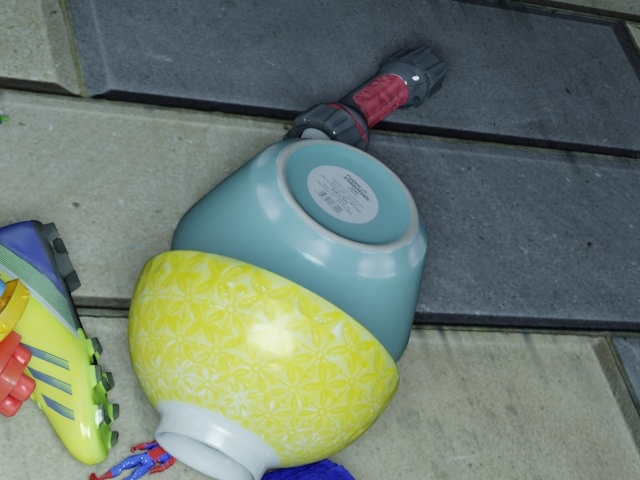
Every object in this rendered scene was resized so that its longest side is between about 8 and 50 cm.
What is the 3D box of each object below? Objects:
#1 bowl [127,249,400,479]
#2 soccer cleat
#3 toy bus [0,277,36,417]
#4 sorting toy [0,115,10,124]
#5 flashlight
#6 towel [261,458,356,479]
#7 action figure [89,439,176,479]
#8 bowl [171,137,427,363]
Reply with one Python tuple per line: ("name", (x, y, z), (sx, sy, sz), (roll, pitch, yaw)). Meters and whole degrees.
("bowl", (-0.082, 0.152, 1.458), (0.289, 0.289, 0.156), (28, 65, -4))
("soccer cleat", (-0.291, 0.111, 1.502), (0.121, 0.093, 0.289), (-20, 63, -6))
("toy bus", (-0.354, 0.072, 1.392), (0.211, 0.220, 0.149), (33, 37, -8))
("sorting toy", (-0.409, -0.148, 1.709), (0.083, 0.012, 0.062), (22, 38, -6))
("flashlight", (0.071, -0.177, 1.950), (0.103, 0.103, 0.304), (40, 44, 11))
("towel", (-0.053, 0.338, 1.416), (0.308, 0.076, 0.227), (-15, 59, -39))
("action figure", (-0.181, 0.227, 1.482), (0.038, 0.030, 0.115), (44, 41, 20))
("bowl", (0.000, 0.000, 1.685), (0.312, 0.163, 0.311), (18, 41, -17))
